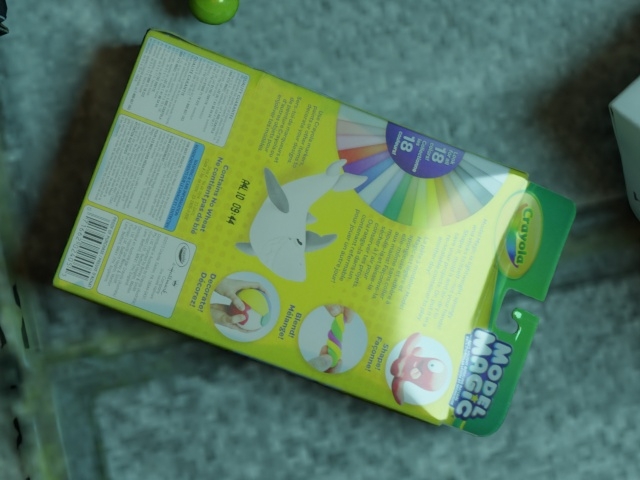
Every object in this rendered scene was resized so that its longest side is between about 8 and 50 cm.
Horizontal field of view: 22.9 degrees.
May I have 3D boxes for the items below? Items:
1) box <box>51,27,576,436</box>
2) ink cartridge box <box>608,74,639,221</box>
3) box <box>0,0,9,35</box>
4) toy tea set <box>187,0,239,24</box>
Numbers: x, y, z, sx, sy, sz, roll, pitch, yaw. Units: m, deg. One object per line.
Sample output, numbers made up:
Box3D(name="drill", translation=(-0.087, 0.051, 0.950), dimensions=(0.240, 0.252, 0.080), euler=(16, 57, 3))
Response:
Box3D(name="box", translation=(0.000, 0.000, 0.603), dimensions=(0.179, 0.043, 0.105), euler=(21, 85, -6))
Box3D(name="ink cartridge box", translation=(0.225, -0.054, 0.591), dimensions=(0.190, 0.082, 0.139), euler=(-41, 56, -9))
Box3D(name="box", translation=(-0.280, -0.168, 0.508), dimensions=(0.293, 0.073, 0.295), euler=(-16, 90, 9))
Box3D(name="toy tea set", translation=(0.008, -0.254, 0.594), dimensions=(0.200, 0.124, 0.336), euler=(-4, 93, 20))
